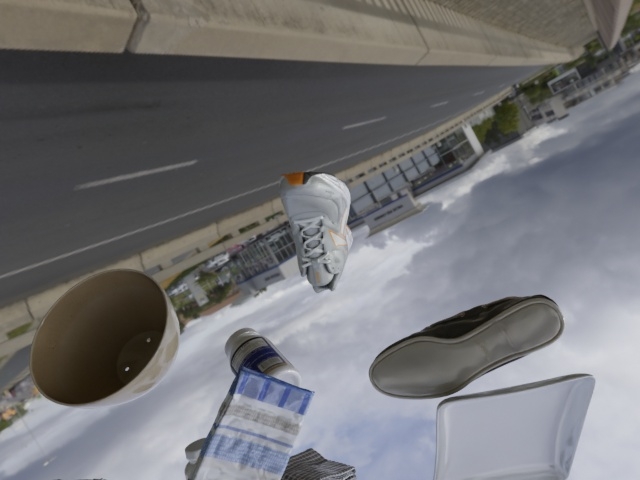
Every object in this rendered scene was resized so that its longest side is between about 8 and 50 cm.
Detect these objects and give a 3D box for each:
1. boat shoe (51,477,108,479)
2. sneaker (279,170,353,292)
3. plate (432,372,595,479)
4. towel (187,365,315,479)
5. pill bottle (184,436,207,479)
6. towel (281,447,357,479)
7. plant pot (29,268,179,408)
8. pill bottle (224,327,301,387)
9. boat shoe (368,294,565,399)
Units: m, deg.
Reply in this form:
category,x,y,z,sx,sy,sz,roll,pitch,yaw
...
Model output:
category,x,y,z,sx,sy,sz,roll,pitch,yaw
boat shoe,-0.414,0.547,0.659,0.103,0.118,0.320,7,-149,-24
sneaker,0.000,0.000,0.629,0.100,0.120,0.262,-1,153,15
plate,0.327,0.353,0.737,0.278,0.277,0.045,-8,-154,-6
towel,-0.152,0.452,0.938,0.284,0.209,0.034,-66,-160,-9
pill bottle,-0.330,0.699,1.212,0.118,0.208,0.117,-13,178,0
towel,-0.034,0.833,1.439,0.235,0.121,0.284,-8,166,37
plant pot,-0.425,0.231,0.895,0.284,0.284,0.190,-30,147,-10
pill bottle,-0.187,0.387,1.270,0.153,0.153,0.265,-31,-145,-22
boat shoe,0.248,0.187,0.724,0.335,0.112,0.095,-25,174,13
